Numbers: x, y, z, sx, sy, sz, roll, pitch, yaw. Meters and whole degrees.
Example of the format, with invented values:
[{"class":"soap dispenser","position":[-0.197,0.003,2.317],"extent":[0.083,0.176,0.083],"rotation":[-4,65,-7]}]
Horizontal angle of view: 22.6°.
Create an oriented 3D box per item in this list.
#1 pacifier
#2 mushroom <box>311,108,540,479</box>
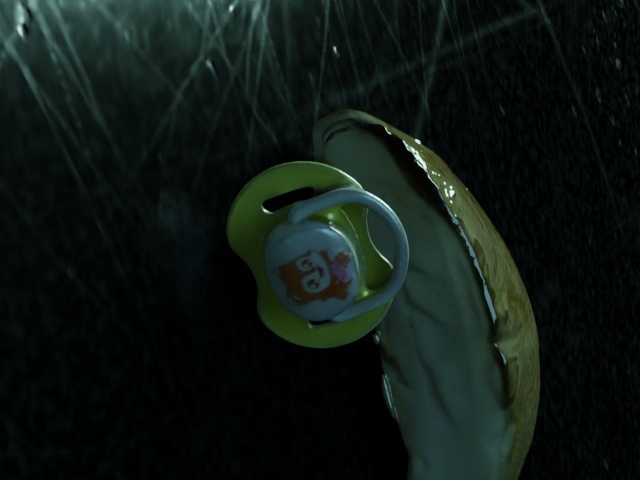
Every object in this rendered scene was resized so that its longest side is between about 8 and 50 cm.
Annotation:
[{"class":"pacifier","position":[0.000,0.000,0.655],"extent":[0.064,0.068,0.083],"rotation":[-100,169,-66]},{"class":"mushroom","position":[0.057,0.033,0.733],"extent":[0.094,0.072,0.209],"rotation":[-41,119,-67]}]
